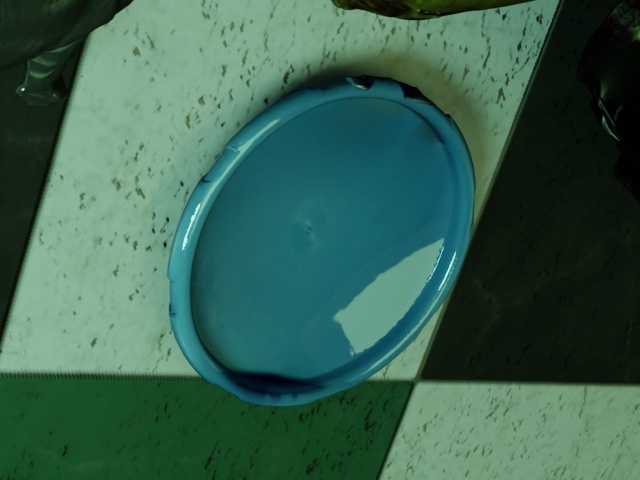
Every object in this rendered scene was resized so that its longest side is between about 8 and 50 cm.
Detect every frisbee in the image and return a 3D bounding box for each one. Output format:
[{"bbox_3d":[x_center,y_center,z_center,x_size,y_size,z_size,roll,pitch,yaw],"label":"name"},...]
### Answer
[{"bbox_3d":[0.000,0.000,0.972,0.242,0.045,0.242,-17,123,-27],"label":"frisbee"}]

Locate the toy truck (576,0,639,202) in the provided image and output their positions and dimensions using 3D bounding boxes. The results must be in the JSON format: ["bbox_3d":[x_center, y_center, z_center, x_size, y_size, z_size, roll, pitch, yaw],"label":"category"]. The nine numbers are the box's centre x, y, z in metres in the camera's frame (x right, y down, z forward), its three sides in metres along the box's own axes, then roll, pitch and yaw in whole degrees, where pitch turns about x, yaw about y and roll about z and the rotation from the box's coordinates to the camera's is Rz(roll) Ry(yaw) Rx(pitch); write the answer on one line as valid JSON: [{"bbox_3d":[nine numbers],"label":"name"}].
[{"bbox_3d":[0.316,-0.101,0.952,0.254,0.180,0.405,-47,162,2],"label":"toy truck"}]

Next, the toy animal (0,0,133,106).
[{"bbox_3d":[-0.126,-0.154,0.725,0.343,0.106,0.168,-35,168,-34],"label":"toy animal"}]

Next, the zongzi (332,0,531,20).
[{"bbox_3d":[0.148,-0.235,0.792,0.274,0.300,0.145,-16,80,-25],"label":"zongzi"}]
